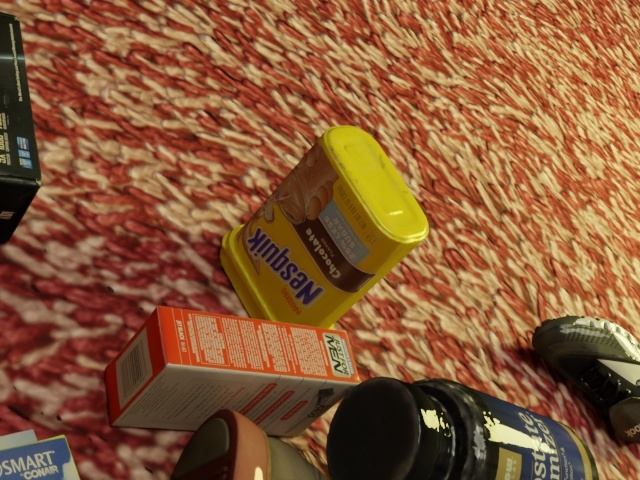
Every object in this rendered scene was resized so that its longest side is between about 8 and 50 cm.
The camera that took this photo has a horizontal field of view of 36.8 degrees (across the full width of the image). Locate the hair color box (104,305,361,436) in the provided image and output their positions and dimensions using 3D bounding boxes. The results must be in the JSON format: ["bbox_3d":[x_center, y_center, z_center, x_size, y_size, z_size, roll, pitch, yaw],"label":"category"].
[{"bbox_3d":[-0.065,0.102,0.726,0.167,0.093,0.053,13,47,-34],"label":"hair color box"}]

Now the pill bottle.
[{"bbox_3d":[0.113,0.179,0.761,0.219,0.123,0.123,25,41,-39],"label":"pill bottle"}]

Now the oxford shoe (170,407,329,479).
[{"bbox_3d":[-0.031,0.269,0.584,0.130,0.123,0.348,30,41,-26],"label":"oxford shoe"}]

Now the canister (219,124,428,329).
[{"bbox_3d":[0.000,0.000,0.814,0.073,0.170,0.126,-11,63,-46],"label":"canister"}]

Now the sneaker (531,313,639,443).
[{"bbox_3d":[0.327,0.160,1.030,0.234,0.078,0.106,29,38,-22],"label":"sneaker"}]

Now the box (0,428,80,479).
[{"bbox_3d":[-0.185,0.196,0.576,0.109,0.042,0.178,-5,59,-44],"label":"box"}]

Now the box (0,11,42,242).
[{"bbox_3d":[-0.299,-0.099,0.716,0.147,0.077,0.180,9,50,-35],"label":"box"}]
